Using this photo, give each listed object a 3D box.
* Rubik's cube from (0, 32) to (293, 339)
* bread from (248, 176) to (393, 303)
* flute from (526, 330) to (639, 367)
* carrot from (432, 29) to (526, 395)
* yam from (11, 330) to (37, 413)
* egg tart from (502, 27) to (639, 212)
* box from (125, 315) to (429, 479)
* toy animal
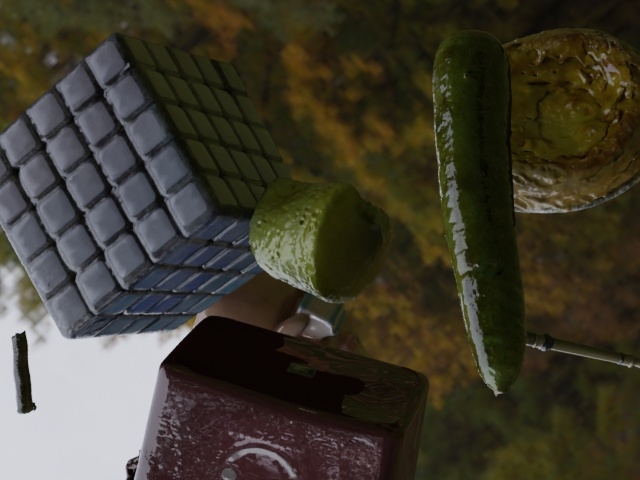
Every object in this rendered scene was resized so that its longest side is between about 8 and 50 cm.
[{"bbox_3d":[-0.187,-0.051,1.703,0.238,0.237,0.237,60,-157,16],"label":"Rubik's cube"},{"bbox_3d":[0.000,0.000,1.598,0.114,0.111,0.129,18,160,38],"label":"bread"},{"bbox_3d":[0.350,0.149,2.210,0.233,0.027,0.027,13,-157,-12],"label":"flute"},{"bbox_3d":[0.142,-0.029,1.407,0.074,0.074,0.358,33,-133,-47],"label":"carrot"},{"bbox_3d":[-0.417,0.181,2.236,0.027,0.129,0.033,18,-151,33],"label":"yam"},{"bbox_3d":[0.243,-0.114,1.626,0.234,0.234,0.094,58,175,38],"label":"egg tart"},{"bbox_3d":[-0.034,0.197,1.569,0.294,0.167,0.193,15,-161,10],"label":"box"},{"bbox_3d":[-0.040,0.137,2.137,0.256,0.213,0.195,33,-136,5],"label":"toy animal"}]
